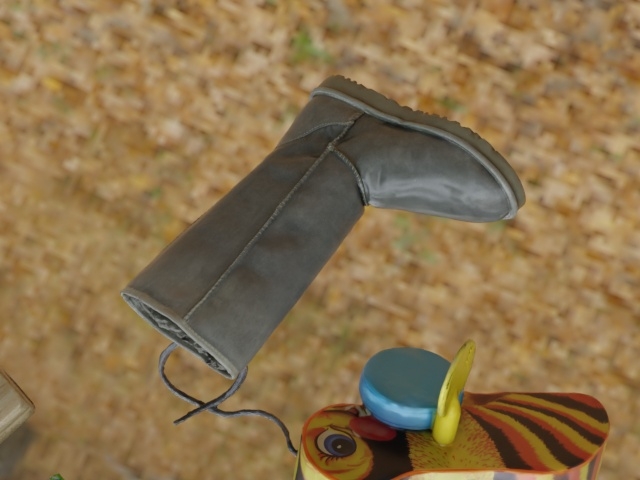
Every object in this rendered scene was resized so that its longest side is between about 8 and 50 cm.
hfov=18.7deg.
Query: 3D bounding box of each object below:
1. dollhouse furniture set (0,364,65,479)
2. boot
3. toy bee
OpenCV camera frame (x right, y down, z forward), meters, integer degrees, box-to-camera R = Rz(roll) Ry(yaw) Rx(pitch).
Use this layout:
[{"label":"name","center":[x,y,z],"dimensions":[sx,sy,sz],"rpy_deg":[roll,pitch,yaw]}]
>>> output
[{"label":"dollhouse furniture set","center":[-0.194,0.096,0.511],"dimensions":[0.212,0.242,0.161],"rpy_deg":[49,178,4]},{"label":"boot","center":[0.001,0.002,1.232],"dimensions":[0.189,0.208,0.076],"rpy_deg":[24,149,36]},{"label":"toy bee","center":[0.045,0.161,1.292],"dimensions":[0.298,0.162,0.195],"rpy_deg":[-10,123,10]}]
